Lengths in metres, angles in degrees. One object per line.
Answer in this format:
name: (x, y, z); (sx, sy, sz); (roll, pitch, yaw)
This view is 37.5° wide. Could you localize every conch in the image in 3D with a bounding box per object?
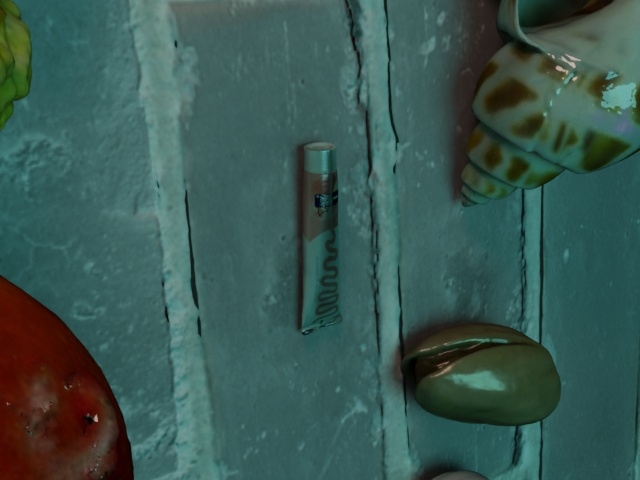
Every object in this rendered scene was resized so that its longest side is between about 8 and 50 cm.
conch: (0.274, -0.198, 1.039); (0.249, 0.197, 0.368); (37, 84, -13)

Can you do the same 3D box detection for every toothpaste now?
toothpaste: (0.000, 0.000, 0.993); (0.056, 0.036, 0.205); (-16, 116, -34)

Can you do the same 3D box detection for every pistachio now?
pistachio: (0.198, 0.165, 1.134); (0.226, 0.136, 0.136); (11, 97, -32)

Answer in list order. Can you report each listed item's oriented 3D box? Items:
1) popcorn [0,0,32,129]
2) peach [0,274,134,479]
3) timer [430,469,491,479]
popcorn: (-0.319, -0.160, 0.611); (0.237, 0.206, 0.252); (-17, 96, -14)
peach: (-0.299, 0.167, 0.615); (0.370, 0.370, 0.370); (-11, 110, -34)
timer: (0.161, 0.429, 1.201); (0.237, 0.087, 0.262); (-43, 125, -18)
